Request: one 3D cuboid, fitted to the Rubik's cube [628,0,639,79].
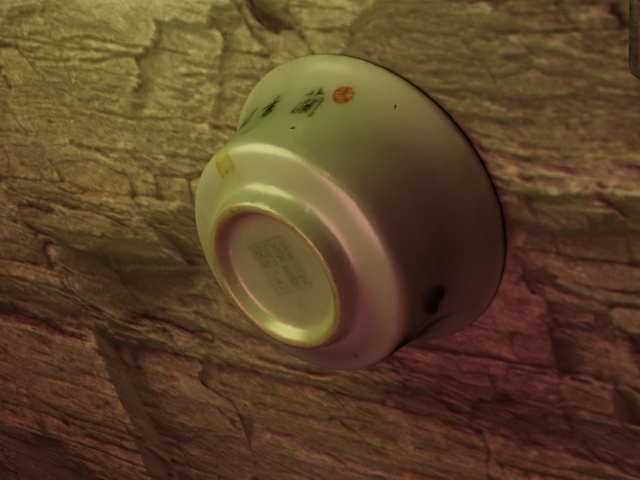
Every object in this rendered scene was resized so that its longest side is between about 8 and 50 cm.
[{"bbox_3d":[0.334,-0.190,0.444,0.305,0.301,0.304,31,175,20],"label":"Rubik's cube"}]

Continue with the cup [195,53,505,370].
[{"bbox_3d":[0.000,0.000,1.084,0.347,0.163,0.347,24,135,27],"label":"cup"}]
